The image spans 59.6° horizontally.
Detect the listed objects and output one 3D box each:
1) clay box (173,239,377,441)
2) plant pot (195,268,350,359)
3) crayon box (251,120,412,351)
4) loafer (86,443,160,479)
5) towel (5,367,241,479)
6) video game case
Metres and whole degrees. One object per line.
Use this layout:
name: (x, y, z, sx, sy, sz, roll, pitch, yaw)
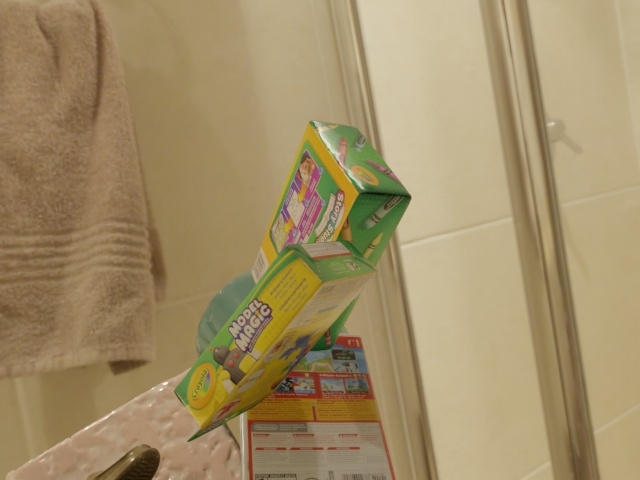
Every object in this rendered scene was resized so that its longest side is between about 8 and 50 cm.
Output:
clay box: (-0.050, 0.098, 0.551, 0.222, 0.053, 0.127, -50, -20, 19)
plant pot: (-0.067, 0.228, 1.106, 0.292, 0.293, 0.235, -12, 27, -29)
crayon box: (0.000, 0.000, 0.768, 0.081, 0.279, 0.165, 3, 39, -30)
loafer: (-0.261, 0.302, 0.689, 0.148, 0.056, 0.050, -44, 49, 0)
towel: (-0.240, 0.385, 0.769, 0.316, 0.332, 0.053, -30, -32, -14)
video game case: (-0.014, 0.244, 0.805, 0.203, 0.025, 0.285, 5, 37, -13)
